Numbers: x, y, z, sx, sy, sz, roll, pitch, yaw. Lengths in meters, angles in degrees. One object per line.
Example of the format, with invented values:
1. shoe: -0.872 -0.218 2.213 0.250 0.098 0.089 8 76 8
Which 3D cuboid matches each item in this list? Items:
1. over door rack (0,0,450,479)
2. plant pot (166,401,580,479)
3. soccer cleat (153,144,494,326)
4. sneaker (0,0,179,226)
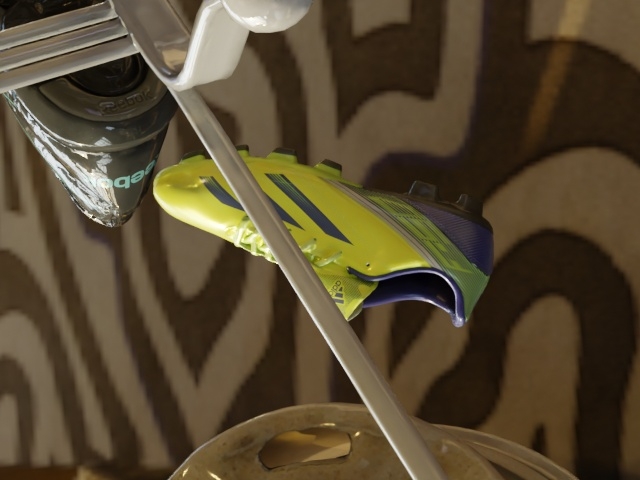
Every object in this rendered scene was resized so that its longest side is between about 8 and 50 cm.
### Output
1. over door rack: -0.093 0.036 0.371 0.108 0.239 0.324 92 155 -55
2. plant pot: 0.030 0.230 0.978 0.305 0.334 0.334 61 -168 -69
3. soccer cleat: 0.001 0.000 1.476 0.093 0.289 0.121 116 165 -76
4. sneaker: -0.151 -0.120 0.928 0.106 0.101 0.267 92 156 -52
